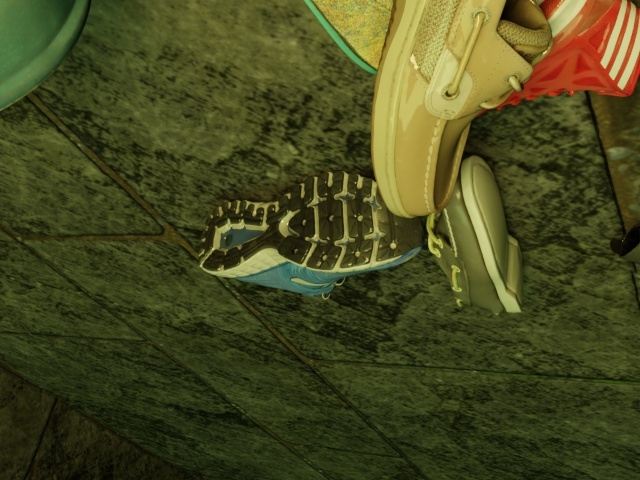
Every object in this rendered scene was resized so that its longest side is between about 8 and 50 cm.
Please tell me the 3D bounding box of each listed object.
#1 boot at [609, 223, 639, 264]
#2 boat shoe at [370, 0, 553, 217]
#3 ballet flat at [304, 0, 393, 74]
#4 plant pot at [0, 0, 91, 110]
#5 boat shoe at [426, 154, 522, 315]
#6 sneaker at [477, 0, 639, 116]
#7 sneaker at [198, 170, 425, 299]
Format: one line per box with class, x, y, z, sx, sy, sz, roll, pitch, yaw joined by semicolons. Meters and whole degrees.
boot;0.420;0.006;0.924;0.137;0.077;0.198;24;151;-6
boat shoe;0.112;-0.147;0.638;0.110;0.122;0.341;18;134;16
ballet flat;-0.001;-0.249;0.627;0.123;0.123;0.348;-10;143;41
plant pot;-0.315;-0.289;0.505;0.341;0.341;0.334;16;145;-2
boat shoe;0.174;0.005;1.004;0.091;0.109;0.305;-2;152;21
sneaker;0.195;-0.137;0.753;0.128;0.087;0.221;25;153;-15
sneaker;0.000;0.000;1.103;0.330;0.130;0.147;-4;161;41
